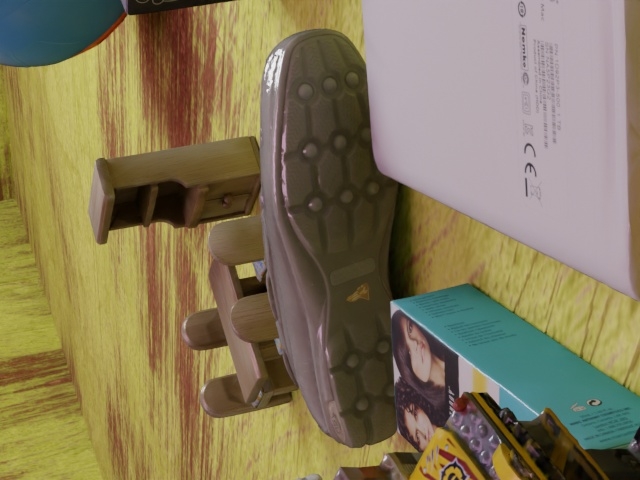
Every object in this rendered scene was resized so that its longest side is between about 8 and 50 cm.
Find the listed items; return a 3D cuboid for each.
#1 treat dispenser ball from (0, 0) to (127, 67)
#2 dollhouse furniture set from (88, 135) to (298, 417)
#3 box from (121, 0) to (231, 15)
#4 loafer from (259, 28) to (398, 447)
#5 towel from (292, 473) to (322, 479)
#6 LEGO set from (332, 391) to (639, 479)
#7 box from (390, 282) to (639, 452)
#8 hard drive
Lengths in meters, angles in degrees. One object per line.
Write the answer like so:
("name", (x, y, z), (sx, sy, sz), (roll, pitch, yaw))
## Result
("treat dispenser ball", (-0.346, -0.347, 1.530), (0.288, 0.288, 0.288), (169, 90, -72))
("dollhouse furniture set", (-0.115, 0.038, 1.263), (0.212, 0.161, 0.242), (116, 139, -61))
("box", (-0.118, -0.339, 1.087), (0.247, 0.142, 0.163), (100, 152, -46))
("loafer", (0.000, 0.000, 0.981), (0.111, 0.112, 0.319), (24, 124, 58))
("towel", (-0.088, 0.352, 1.254), (0.283, 0.235, 0.121), (105, 145, -55))
("LEGO set", (0.144, 0.099, 0.356), (0.255, 0.192, 0.331), (-59, 42, 32))
("box", (0.118, 0.112, 0.773), (0.244, 0.060, 0.100), (-144, 46, -64))
("hard drive", (0.100, -0.106, 0.733), (0.307, 0.040, 0.203), (-144, 47, -65))
